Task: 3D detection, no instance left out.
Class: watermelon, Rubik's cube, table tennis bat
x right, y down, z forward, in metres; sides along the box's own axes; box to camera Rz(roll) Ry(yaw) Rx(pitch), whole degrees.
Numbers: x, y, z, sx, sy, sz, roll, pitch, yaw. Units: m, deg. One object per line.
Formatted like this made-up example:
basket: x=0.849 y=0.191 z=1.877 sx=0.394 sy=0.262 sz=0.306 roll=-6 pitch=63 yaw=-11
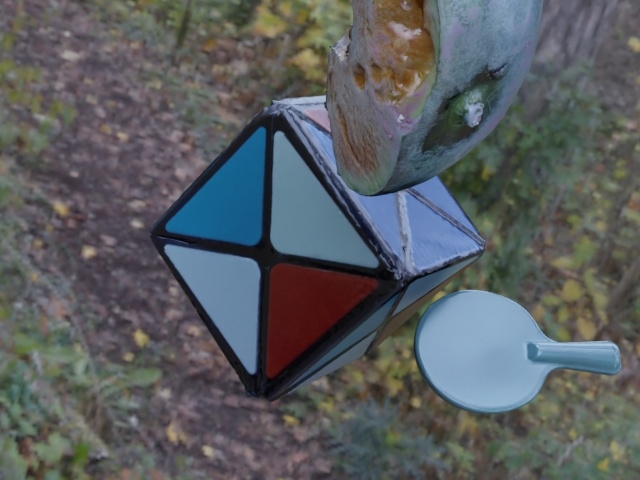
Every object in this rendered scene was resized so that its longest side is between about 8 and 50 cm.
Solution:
watermelon: x=0.118 y=-0.168 z=0.931 sx=0.188 sy=0.322 sz=0.175 roll=-14 pitch=51 yaw=-16
Rubik's cube: x=0.000 y=0.000 z=1.301 sx=0.248 sy=0.250 sz=0.246 roll=54 pitch=29 yaw=13
table tennis bat: x=0.227 y=0.129 z=1.307 sx=0.244 sy=0.040 sz=0.153 roll=4 pitch=60 yaw=-7
